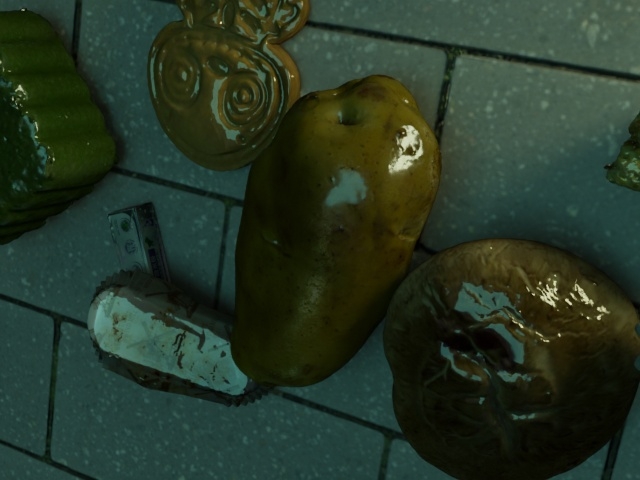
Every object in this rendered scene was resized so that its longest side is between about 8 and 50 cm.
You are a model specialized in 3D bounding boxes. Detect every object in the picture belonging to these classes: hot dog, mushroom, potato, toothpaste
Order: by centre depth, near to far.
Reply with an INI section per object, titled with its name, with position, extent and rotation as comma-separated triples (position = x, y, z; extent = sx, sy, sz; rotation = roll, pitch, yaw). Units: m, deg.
[mushroom]
position = 0.183, 0.126, 0.975
extent = 0.278, 0.146, 0.278
rotation = 5, 118, 9
[potato]
position = 0.000, 0.000, 1.036
extent = 0.195, 0.176, 0.369
rotation = 20, 109, 0
[hot dog]
position = -0.165, 0.123, 1.172
extent = 0.253, 0.069, 0.131
rotation = 19, 92, 5
[toothpaste]
position = -0.218, 0.053, 1.228
extent = 0.047, 0.040, 0.196
rotation = -10, 95, 30

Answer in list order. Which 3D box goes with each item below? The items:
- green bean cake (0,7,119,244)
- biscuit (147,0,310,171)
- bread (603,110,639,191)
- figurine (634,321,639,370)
[green bean cake]
position = -0.413, -0.135, 1.223
extent = 0.250, 0.156, 0.247
rotation = -31, 86, 28
[biscuit]
position = -0.105, -0.222, 1.117
extent = 0.202, 0.044, 0.288
rotation = 26, 113, 21
[bread]
position = 0.365, -0.073, 0.854
extent = 0.196, 0.138, 0.102
rotation = 18, 104, 24
[figurine]
position = 0.471, 0.134, 0.818
extent = 0.380, 0.203, 0.248
rotation = -12, 101, 17
